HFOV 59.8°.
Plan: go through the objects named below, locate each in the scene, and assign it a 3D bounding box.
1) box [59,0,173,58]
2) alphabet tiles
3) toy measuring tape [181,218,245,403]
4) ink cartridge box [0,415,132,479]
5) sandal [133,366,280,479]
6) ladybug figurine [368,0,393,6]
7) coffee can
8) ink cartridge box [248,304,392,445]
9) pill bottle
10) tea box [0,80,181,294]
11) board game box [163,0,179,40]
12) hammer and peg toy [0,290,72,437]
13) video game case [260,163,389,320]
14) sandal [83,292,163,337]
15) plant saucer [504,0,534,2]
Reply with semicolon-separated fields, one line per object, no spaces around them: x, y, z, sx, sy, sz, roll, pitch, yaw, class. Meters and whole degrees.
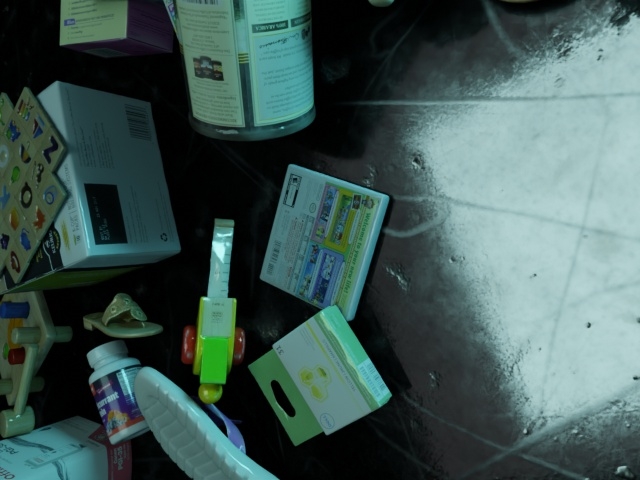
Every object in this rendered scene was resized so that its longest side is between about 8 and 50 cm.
-0.404;-0.504;1.113;0.214;0.117;0.242;8;97;33;box
-0.584;-0.100;1.048;0.285;0.011;0.342;50;116;22;alphabet tiles
-0.193;0.129;1.022;0.122;0.121;0.329;-11;69;33;toy measuring tape
-0.577;0.486;1.167;0.207;0.283;0.117;5;95;33;ink cartridge box
-0.179;0.381;1.019;0.416;0.102;0.169;41;128;11;sandal
0.102;-0.539;0.729;0.305;0.162;0.448;17;107;50;ladybug figurine
-0.110;-0.312;0.817;0.202;0.201;0.275;22;130;31;coffee can
-0.021;0.236;0.914;0.235;0.056;0.171;-38;78;29;ink cartridge box
-0.414;0.311;1.157;0.108;0.108;0.193;-36;73;29;pill bottle
-0.497;-0.088;1.129;0.324;0.220;0.328;-17;82;32;tea box
-0.200;-0.356;0.961;0.026;0.154;0.103;-27;77;20;board game box
-0.678;0.246;1.287;0.266;0.127;0.361;-54;54;23;hammer and peg toy
0.000;0.000;0.924;0.193;0.023;0.212;22;103;31;video game case
-0.429;0.150;1.173;0.240;0.088;0.079;0;98;38;sandal
0.279;-0.406;0.716;0.200;0.037;0.199;1;92;34;plant saucer
